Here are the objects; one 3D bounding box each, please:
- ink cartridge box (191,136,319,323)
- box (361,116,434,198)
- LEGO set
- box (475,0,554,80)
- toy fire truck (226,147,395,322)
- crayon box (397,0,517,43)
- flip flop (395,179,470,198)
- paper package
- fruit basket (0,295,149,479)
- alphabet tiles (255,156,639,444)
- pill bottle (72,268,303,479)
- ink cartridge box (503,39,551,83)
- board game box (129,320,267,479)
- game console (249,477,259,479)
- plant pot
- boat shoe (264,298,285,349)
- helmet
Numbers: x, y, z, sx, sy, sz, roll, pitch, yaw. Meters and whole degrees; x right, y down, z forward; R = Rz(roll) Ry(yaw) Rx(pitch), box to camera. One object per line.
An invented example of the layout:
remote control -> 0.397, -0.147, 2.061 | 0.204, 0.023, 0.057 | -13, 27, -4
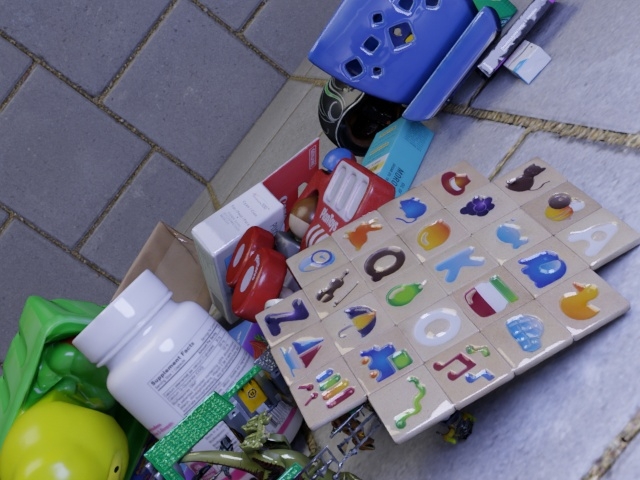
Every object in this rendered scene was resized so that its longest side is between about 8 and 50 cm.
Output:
ink cartridge box -> -0.082, -0.007, 1.383 | 0.261, 0.066, 0.296 | -38, -20, -17
box -> 0.094, -0.087, 1.321 | 0.100, 0.060, 0.244 | -28, 30, 55
LEGO set -> 0.004, 0.228, 0.810 | 0.255, 0.192, 0.331 | 7, 46, 50
box -> 0.297, -0.315, 1.233 | 0.162, 0.029, 0.116 | -51, -2, 11
toy fire truck -> 0.000, 0.000, 1.134 | 0.254, 0.169, 0.302 | -62, 16, 8
crayon box -> 0.244, -0.403, 1.517 | 0.165, 0.081, 0.278 | -49, 17, 13
flip flop -> 0.161, -0.035, 0.994 | 0.080, 0.112, 0.277 | -41, 9, -15
paper package -> -0.332, 0.182, 1.599 | 0.309, 0.168, 0.325 | -77, 12, -57
fruit basket -> -0.361, 0.293, 1.222 | 0.392, 0.283, 0.392 | -12, 73, 43
alphabet tiles -> 0.111, 0.039, 0.780 | 0.343, 0.011, 0.285 | -29, 37, -5
pill bottle -> -0.172, 0.182, 1.061 | 0.160, 0.283, 0.160 | -44, 6, 6
ink cartridge box -> 0.297, -0.261, 1.184 | 0.048, 0.028, 0.083 | -49, 17, 14
board game box -> -0.186, 0.301, 1.255 | 0.233, 0.078, 0.347 | -35, 24, 46
game console -> -0.079, 0.365, 0.958 | 0.124, 0.085, 0.144 | 8, 58, 36
plant pot -> 0.150, -0.322, 1.287 | 0.236, 0.212, 0.236 | -53, -3, 20
boat shoe -> -0.022, 0.141, 0.993 | 0.227, 0.081, 0.068 | 67, -149, -59
helmet -> 0.076, -0.252, 1.527 | 0.169, 0.169, 0.161 | -45, 35, 25
